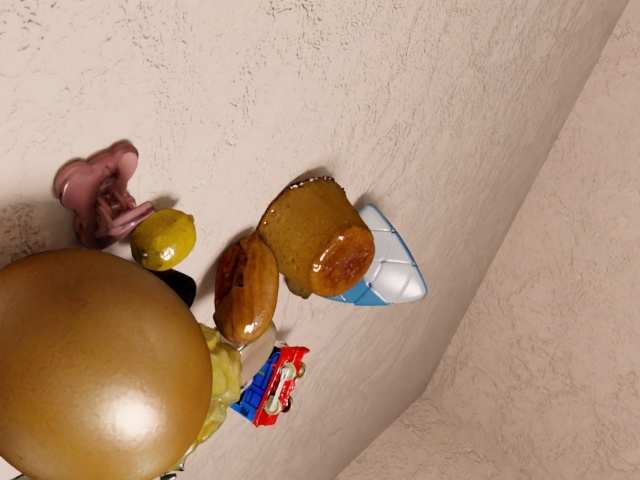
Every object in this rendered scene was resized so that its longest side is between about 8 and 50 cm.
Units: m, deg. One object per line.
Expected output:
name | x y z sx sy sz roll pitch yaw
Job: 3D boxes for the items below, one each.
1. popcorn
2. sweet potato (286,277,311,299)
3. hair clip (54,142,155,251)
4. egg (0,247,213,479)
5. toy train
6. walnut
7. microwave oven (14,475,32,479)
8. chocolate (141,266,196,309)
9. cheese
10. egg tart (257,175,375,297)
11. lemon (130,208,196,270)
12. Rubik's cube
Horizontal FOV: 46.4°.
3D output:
popcorn | -0.262 0.262 1.232 0.286 0.215 0.252 -53 164 12
sweet potato | -0.042 0.090 1.605 0.069 0.059 0.249 -22 162 -12
hair clip | -0.280 -0.051 0.965 0.123 0.102 0.138 -35 -176 -33
egg | -0.286 0.161 0.929 0.282 0.282 0.351 -47 138 -12
toy train | -0.115 0.326 1.731 0.082 0.131 0.204 14 101 -60
walnut | -0.130 0.082 1.312 0.116 0.115 0.207 41 56 -68
microwave oven | -0.385 0.525 1.265 0.237 0.295 0.181 -23 144 -51
chocolate | -0.271 0.101 1.132 0.149 0.080 0.125 -63 149 -6
cheese | -0.164 0.255 1.574 0.163 0.082 0.286 -38 154 -30
egg tart | 0.000 0.000 1.393 0.215 0.171 0.215 -26 138 -27
lemon | -0.223 -0.003 1.075 0.110 0.082 0.082 -42 156 -39
Rubik's cube | 0.147 0.065 1.716 0.254 0.254 0.254 -42 156 -24
